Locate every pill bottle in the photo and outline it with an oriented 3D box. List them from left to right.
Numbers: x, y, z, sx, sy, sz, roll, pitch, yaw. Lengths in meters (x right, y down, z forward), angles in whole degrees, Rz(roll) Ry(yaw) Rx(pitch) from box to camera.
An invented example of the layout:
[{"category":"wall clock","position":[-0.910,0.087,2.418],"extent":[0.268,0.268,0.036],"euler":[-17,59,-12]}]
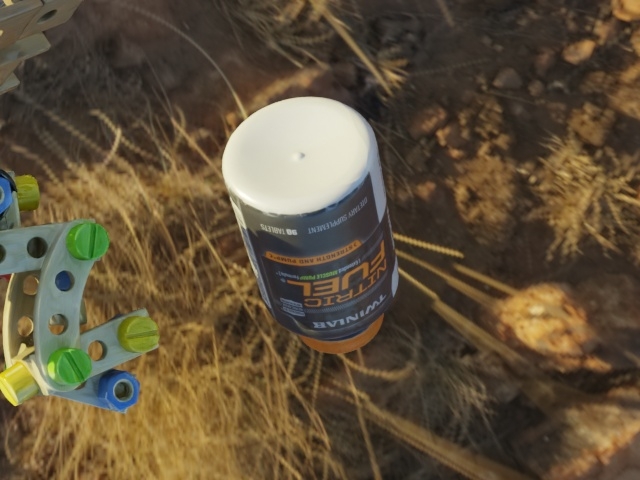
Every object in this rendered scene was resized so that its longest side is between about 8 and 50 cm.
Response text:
[{"category":"pill bottle","position":[0.000,0.000,1.158],"extent":[0.130,0.130,0.245],"euler":[-20,142,-4]}]

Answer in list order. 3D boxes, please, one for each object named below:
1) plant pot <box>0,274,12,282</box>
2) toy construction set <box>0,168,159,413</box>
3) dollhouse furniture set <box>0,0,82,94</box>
[{"category":"plant pot","position":[-0.362,0.039,1.126],"extent":[0.191,0.191,0.174],"euler":[39,82,-18]},{"category":"toy construction set","position":[-0.281,0.055,0.980],"extent":[0.328,0.151,0.215],"euler":[-10,93,-47]},{"category":"dollhouse furniture set","position":[-0.322,-0.214,1.183],"extent":[0.129,0.184,0.129],"euler":[-34,88,-44]}]
